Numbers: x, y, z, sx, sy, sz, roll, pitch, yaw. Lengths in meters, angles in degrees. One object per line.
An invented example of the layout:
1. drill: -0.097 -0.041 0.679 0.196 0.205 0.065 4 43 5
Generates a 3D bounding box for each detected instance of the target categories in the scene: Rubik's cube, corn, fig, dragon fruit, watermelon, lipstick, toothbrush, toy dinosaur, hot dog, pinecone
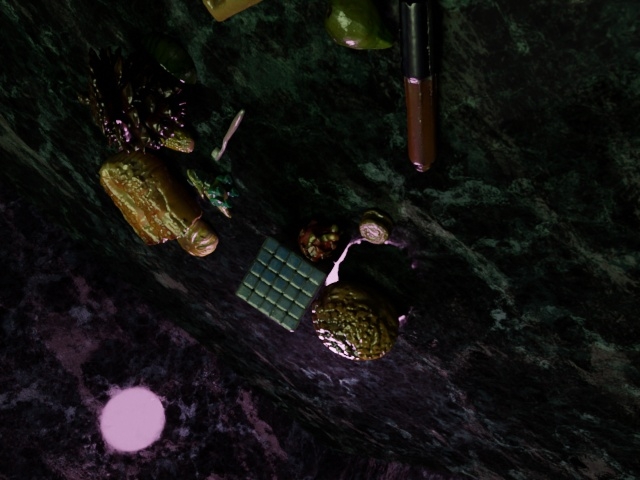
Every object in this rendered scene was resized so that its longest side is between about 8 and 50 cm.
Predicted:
1. Rubik's cube: -0.113 0.130 1.763 0.236 0.237 0.238 33 -171 4
2. corn: -0.525 -0.362 1.690 0.261 0.097 0.097 27 148 10
3. fig: 0.084 -0.429 1.014 0.156 0.123 0.123 22 151 -10
4. dragon fruit: 0.000 0.000 1.670 0.133 0.150 0.207 15 151 -27
5. watermelon: -0.423 -0.497 1.430 0.181 0.075 0.092 42 152 -15
6. lipstick: 0.209 -0.312 1.086 0.077 0.077 0.419 18 146 26
7. toothbrush: -0.284 -0.322 1.587 0.029 0.025 0.307 47 148 -4
8. toy dinosaur: -0.356 -0.158 1.826 0.153 0.094 0.259 9 149 35
9. hot dog: -0.673 -0.181 1.997 0.367 0.196 0.365 -11 127 41
10. pinecone: -0.516 -0.389 1.464 0.242 0.295 0.299 2 98 42

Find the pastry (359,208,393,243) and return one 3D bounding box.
1. pastry: 0.162 -0.039 1.522 0.097 0.057 0.109 11 143 31

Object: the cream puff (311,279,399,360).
1. cream puff: 0.117 0.304 1.871 0.327 0.231 0.343 27 148 7

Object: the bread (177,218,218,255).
1. bread: -0.527 -0.014 2.167 0.213 0.105 0.213 27 148 19

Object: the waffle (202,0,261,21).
1. waffle: -0.176 -0.614 1.037 0.348 0.078 0.304 2 137 42
